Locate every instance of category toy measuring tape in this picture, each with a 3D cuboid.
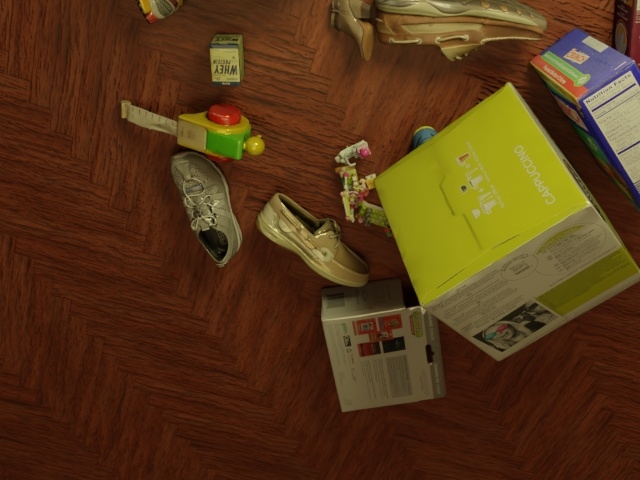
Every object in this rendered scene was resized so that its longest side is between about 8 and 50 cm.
[{"bbox_3d":[-0.259,-0.245,1.450,0.330,0.121,0.121,20,123,16],"label":"toy measuring tape"}]

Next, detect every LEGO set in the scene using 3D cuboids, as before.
[{"bbox_3d":[0.117,-0.073,1.520,0.132,0.107,0.287,-29,116,18],"label":"LEGO set"}]

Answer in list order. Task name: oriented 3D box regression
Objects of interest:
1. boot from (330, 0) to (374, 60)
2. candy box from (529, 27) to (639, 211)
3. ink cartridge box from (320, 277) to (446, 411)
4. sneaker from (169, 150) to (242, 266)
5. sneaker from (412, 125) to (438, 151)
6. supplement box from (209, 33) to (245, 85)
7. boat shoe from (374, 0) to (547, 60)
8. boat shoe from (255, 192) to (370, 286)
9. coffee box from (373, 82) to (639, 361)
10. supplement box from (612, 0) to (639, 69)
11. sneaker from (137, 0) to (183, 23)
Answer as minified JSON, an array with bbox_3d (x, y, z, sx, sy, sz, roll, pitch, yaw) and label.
[{"bbox_3d":[0.060,-0.415,1.336,0.087,0.042,0.118,18,120,30],"label":"boot"},{"bbox_3d":[0.565,-0.226,1.320,0.122,0.268,0.317,-34,114,16],"label":"candy box"},{"bbox_3d":[0.159,0.259,1.711,0.272,0.130,0.309,-8,121,5],"label":"ink cartridge box"},{"bbox_3d":[-0.249,-0.069,1.527,0.105,0.115,0.281,-19,119,13],"label":"sneaker"},{"bbox_3d":[0.244,-0.143,1.491,0.069,0.082,0.209,-14,122,8],"label":"sneaker"},{"bbox_3d":[-0.184,-0.360,1.366,0.056,0.083,0.083,0,122,1],"label":"supplement box"},{"bbox_3d":[0.261,-0.410,1.312,0.324,0.123,0.116,10,125,6],"label":"boat shoe"},{"bbox_3d":[0.000,0.000,1.572,0.302,0.109,0.098,33,118,-11],"label":"boat shoe"},{"bbox_3d":[0.362,-0.027,1.355,0.338,0.337,0.334,-35,137,21],"label":"coffee box"},{"bbox_3d":[0.610,-0.419,1.296,0.081,0.104,0.188,-7,121,6],"label":"supplement box"},{"bbox_3d":[-0.325,-0.529,1.279,0.093,0.088,0.225,-22,121,-9],"label":"sneaker"}]
